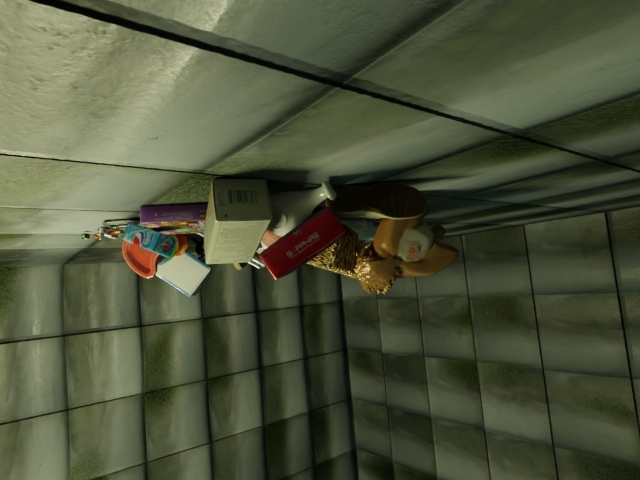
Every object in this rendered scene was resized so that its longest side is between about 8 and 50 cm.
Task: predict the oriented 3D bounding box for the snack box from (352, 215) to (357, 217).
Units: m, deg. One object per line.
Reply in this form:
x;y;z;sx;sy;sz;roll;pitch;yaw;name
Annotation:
0.190;-0.117;1.594;0.100;0.037;0.141;-3;173;-15;snack box

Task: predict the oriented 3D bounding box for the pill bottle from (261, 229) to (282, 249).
-0.149;-0.040;1.434;0.121;0.121;0.216;-3;159;-15;pill bottle

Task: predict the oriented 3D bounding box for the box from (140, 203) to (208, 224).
-0.471;-0.067;1.433;0.201;0.057;0.293;-3;174;-8;box

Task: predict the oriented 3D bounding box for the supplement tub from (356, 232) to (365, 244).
0.140;-0.021;2.175;0.106;0.105;0.198;-10;172;42;supplement tub

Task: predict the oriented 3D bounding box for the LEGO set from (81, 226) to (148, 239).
-0.815;-0.015;1.695;0.244;0.060;0.183;0;169;-39;LEGO set

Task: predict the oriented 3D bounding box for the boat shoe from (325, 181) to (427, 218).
0.165;-0.118;1.274;0.303;0.109;0.098;1;180;1;boat shoe

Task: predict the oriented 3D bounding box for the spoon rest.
-0.064;-0.099;1.232;0.276;0.137;0.084;-23;-171;34;spoon rest

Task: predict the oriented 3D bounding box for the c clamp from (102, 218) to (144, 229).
-0.695;-0.058;1.525;0.161;0.022;0.137;-4;174;-14;c clamp

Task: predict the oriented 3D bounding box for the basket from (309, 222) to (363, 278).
0.055;0.026;1.810;0.223;0.213;0.299;19;176;-35;basket

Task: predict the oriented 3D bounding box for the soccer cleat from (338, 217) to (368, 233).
0.124;-0.061;1.909;0.196;0.076;0.068;-3;174;-15;soccer cleat

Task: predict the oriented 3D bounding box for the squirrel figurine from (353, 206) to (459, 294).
0.276;0.019;1.625;0.397;0.281;0.370;-43;-169;5;squirrel figurine

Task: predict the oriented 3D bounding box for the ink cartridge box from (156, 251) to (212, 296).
-0.691;0.131;2.051;0.286;0.166;0.395;35;167;-6;ink cartridge box

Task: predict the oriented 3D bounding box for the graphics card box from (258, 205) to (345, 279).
-0.041;0.011;1.285;0.233;0.094;0.371;-36;178;0;graphics card box

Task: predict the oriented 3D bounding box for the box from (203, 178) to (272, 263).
-0.243;-0.042;1.179;0.148;0.121;0.311;-2;158;-22;box

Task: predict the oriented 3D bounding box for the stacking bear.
-0.639;0.022;1.700;0.164;0.175;0.289;26;-169;6;stacking bear

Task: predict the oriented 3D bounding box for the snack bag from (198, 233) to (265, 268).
-0.322;0.030;1.797;0.323;0.037;0.342;27;-174;11;snack bag

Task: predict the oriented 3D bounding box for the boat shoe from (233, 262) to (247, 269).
-0.273;-0.014;1.474;0.123;0.123;0.342;-17;145;-13;boat shoe

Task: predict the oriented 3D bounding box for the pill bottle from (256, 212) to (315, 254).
-0.098;-0.024;1.622;0.302;0.169;0.169;-8;173;26;pill bottle

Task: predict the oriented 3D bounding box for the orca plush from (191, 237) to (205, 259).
-0.595;0.008;2.125;0.151;0.102;0.287;-49;-166;-8;orca plush

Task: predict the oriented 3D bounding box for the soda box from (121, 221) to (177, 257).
-0.582;-0.004;1.425;0.210;0.067;0.071;14;168;37;soda box

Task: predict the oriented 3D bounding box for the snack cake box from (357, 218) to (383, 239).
0.327;-0.055;2.075;0.265;0.089;0.152;-1;171;-38;snack cake box
